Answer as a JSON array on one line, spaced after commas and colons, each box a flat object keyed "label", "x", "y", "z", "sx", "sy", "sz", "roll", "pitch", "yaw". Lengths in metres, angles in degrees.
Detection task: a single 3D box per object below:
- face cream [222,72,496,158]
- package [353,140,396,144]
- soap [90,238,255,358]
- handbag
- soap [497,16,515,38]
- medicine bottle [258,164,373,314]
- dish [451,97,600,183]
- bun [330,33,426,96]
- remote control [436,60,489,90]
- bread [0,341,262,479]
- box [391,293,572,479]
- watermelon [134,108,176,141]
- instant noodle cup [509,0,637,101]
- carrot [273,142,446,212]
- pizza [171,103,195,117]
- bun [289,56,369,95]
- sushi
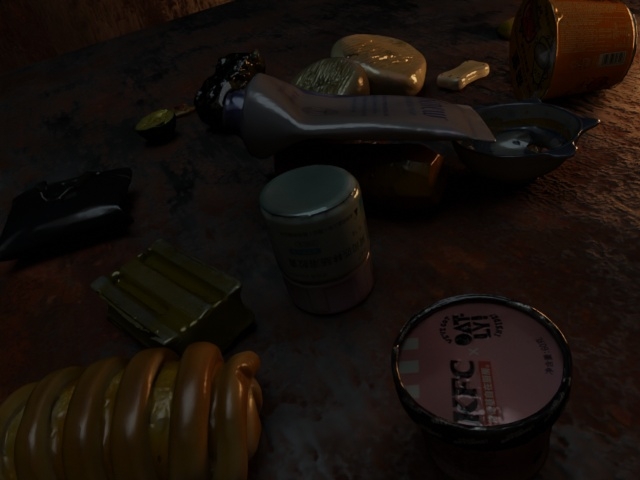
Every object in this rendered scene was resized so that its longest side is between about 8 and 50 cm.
[{"label": "face cream", "x": 0.049, "y": -0.197, "z": 0.893, "sx": 0.421, "sy": 0.137, "sz": 0.234, "roll": 3, "pitch": 25, "yaw": 3}, {"label": "package", "x": 0.106, "y": -0.180, "z": 1.073, "sx": 0.077, "sy": 0.033, "sz": 0.110, "roll": -9, "pitch": 39, "yaw": -10}, {"label": "soap", "x": -0.211, "y": 0.087, "z": 0.774, "sx": 0.233, "sy": 0.076, "sz": 0.135, "roll": 22, "pitch": 49, "yaw": 41}, {"label": "handbag", "x": -0.492, "y": -0.060, "z": 1.069, "sx": 0.255, "sy": 0.088, "sz": 0.211, "roll": -18, "pitch": 41, "yaw": -7}, {"label": "soap", "x": 0.545, "y": -0.577, "z": 1.465, "sx": 0.140, "sy": 0.045, "sz": 0.089, "roll": -19, "pitch": 31, "yaw": -7}, {"label": "medicine bottle", "x": 0.000, "y": 0.000, "z": 0.740, "sx": 0.135, "sy": 0.168, "sz": 0.135, "roll": -9, "pitch": 36, "yaw": 7}, {"label": "dish", "x": 0.333, "y": -0.152, "z": 0.909, "sx": 0.228, "sy": 0.086, "sz": 0.236, "roll": -9, "pitch": 35, "yaw": 6}, {"label": "bun", "x": 0.138, "y": -0.400, "z": 1.296, "sx": 0.210, "sy": 0.116, "sz": 0.237, "roll": -30, "pitch": 59, "yaw": -33}, {"label": "remote control", "x": 0.334, "y": -0.386, "z": 1.282, "sx": 0.122, "sy": 0.032, "sz": 0.074, "roll": -31, "pitch": 38, "yaw": -21}, {"label": "bread", "x": -0.218, "y": 0.198, "z": 0.581, "sx": 0.312, "sy": 0.121, "sz": 0.172, "roll": -13, "pitch": 36, "yaw": 4}, {"label": "box", "x": 0.151, "y": 0.148, "z": 0.511, "sx": 0.151, "sy": 0.135, "sz": 0.151, "roll": -12, "pitch": 36, "yaw": 9}, {"label": "watermelon", "x": -0.406, "y": -0.283, "z": 1.371, "sx": 0.106, "sy": 0.062, "sz": 0.105, "roll": -13, "pitch": 40, "yaw": 11}, {"label": "instant noodle cup", "x": 0.492, "y": -0.379, "z": 1.080, "sx": 0.173, "sy": 0.215, "sz": 0.215, "roll": -5, "pitch": 35, "yaw": -3}, {"label": "carrot", "x": 0.062, "y": -0.111, "z": 0.930, "sx": 0.302, "sy": 0.114, "sz": 0.114, "roll": 9, "pitch": 41, "yaw": 35}, {"label": "pizza", "x": -0.394, "y": -0.361, "z": 1.508, "sx": 0.083, "sy": 0.025, "sz": 0.078, "roll": -28, "pitch": 39, "yaw": -18}, {"label": "bun", "x": 0.015, "y": -0.294, "z": 1.187, "sx": 0.179, "sy": 0.128, "sz": 0.193, "roll": 10, "pitch": 61, "yaw": 32}, {"label": "sushi", "x": -0.209, "y": -0.364, "z": 1.366, "sx": 0.115, "sy": 0.147, "sz": 0.212, "roll": 18, "pitch": 63, "yaw": 29}]
